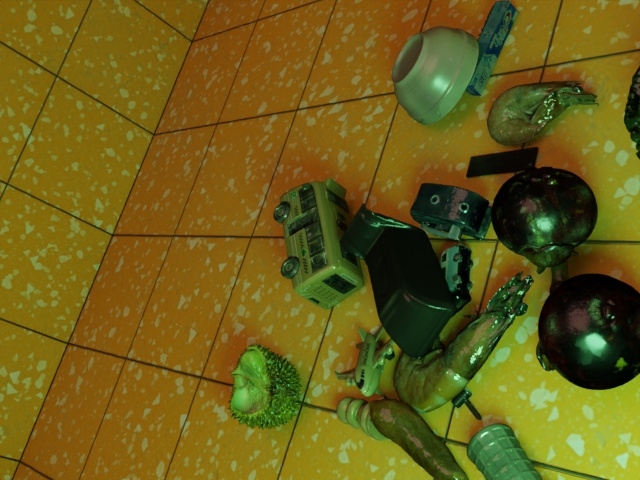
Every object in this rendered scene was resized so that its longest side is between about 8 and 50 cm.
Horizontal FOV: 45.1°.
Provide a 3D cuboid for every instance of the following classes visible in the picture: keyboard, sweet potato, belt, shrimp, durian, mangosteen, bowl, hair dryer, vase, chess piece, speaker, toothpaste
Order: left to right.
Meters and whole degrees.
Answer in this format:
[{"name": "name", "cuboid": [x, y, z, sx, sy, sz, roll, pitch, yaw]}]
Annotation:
[{"name": "durian", "cuboid": [-0.149, 0.413, 2.128, 0.200, 0.176, 0.237, -49, 33, 28]}, {"name": "chess piece", "cuboid": [0.107, 0.430, 1.916, 0.170, 0.094, 0.094, 5, 70, 56]}, {"name": "speaker", "cuboid": [0.179, 0.091, 1.905, 0.180, 0.184, 0.388, -60, 22, 27]}, {"name": "sweet potato", "cuboid": [0.228, 0.458, 1.748, 0.292, 0.097, 0.097, 36, 95, 33]}, {"name": "bowl", "cuboid": [0.303, -0.484, 2.179, 0.287, 0.143, 0.287, -49, 28, 37]}, {"name": "belt", "cuboid": [0.321, -0.068, 1.970, 0.218, 0.122, 0.128, 18, 82, 50]}, {"name": "shrimp", "cuboid": [0.326, 0.216, 1.811, 0.445, 0.085, 0.272, -49, 29, 24]}, {"name": "hair dryer", "cuboid": [0.337, 0.377, 1.747, 0.047, 0.026, 0.083, -51, 46, 13]}, {"name": "toothpaste", "cuboid": [0.471, -0.540, 2.158, 0.053, 0.066, 0.272, 16, 79, 51]}, {"name": "keyboard", "cuboid": [0.466, -0.200, 1.988, 0.202, 0.011, 0.067, -4, 62, 46]}, {"name": "vase", "cuboid": [0.401, 0.502, 1.508, 0.143, 0.143, 0.299, -49, 37, 13]}, {"name": "shrimp", "cuboid": [0.548, -0.321, 1.937, 0.317, 0.077, 0.168, 2, 78, 52]}, {"name": "mangosteen", "cuboid": [0.498, -0.020, 1.705, 0.231, 0.231, 0.289, -1, 100, 47]}, {"name": "mangosteen", "cuboid": [0.534, 0.188, 1.527, 0.265, 0.228, 0.228, 106, 172, -64]}]

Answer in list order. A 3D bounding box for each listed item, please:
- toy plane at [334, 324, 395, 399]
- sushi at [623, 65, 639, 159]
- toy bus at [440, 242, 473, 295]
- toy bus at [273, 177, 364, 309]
[{"name": "toy plane", "cuboid": [0.125, 0.308, 1.942, 0.242, 0.104, 0.256, -41, 26, 23]}, {"name": "sushi", "cuboid": [0.794, -0.240, 1.524, 0.352, 0.178, 0.294, 16, 81, 47]}, {"name": "toy bus", "cuboid": [0.333, 0.076, 1.914, 0.075, 0.060, 0.123, -17, 56, 44]}, {"name": "toy bus", "cuboid": [0.000, 0.000, 2.239, 0.202, 0.177, 0.365, -32, 49, 26]}]
